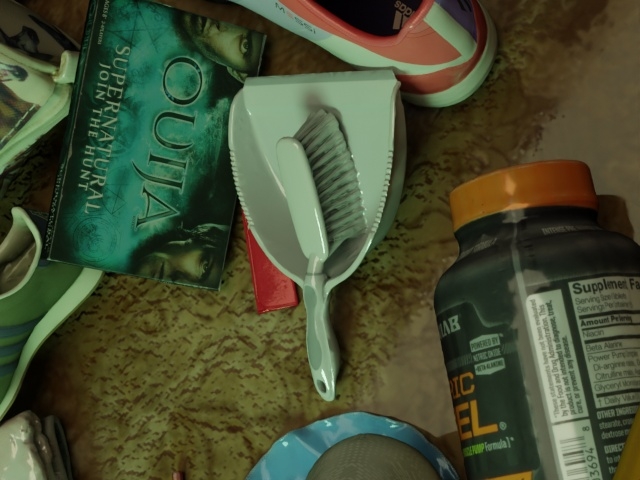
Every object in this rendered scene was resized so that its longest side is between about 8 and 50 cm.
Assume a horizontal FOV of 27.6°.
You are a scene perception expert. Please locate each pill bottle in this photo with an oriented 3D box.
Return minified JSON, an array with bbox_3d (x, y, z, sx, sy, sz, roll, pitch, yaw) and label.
[{"bbox_3d":[0.139,0.080,0.759,0.130,0.130,0.246,-15,77,20],"label":"pill bottle"}]

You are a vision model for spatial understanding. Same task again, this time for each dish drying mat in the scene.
[{"bbox_3d":[-0.036,0.008,0.907,0.032,0.008,0.083,-14,78,19],"label":"dish drying mat"}]

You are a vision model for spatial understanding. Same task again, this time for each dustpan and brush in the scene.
[{"bbox_3d":[0.000,0.000,0.858,0.147,0.060,0.211,4,113,43],"label":"dustpan and brush"}]

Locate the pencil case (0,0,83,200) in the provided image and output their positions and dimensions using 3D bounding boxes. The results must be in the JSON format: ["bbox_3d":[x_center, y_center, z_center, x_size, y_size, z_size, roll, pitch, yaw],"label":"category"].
[{"bbox_3d":[-0.328,-0.011,0.950,0.183,0.160,0.410,40,99,14],"label":"pencil case"}]

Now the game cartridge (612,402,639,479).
[{"bbox_3d":[0.326,0.051,0.657,0.285,0.053,0.324,15,63,23],"label":"game cartridge"}]

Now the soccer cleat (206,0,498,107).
[{"bbox_3d":[-0.027,-0.197,0.869,0.318,0.116,0.109,33,89,23],"label":"soccer cleat"}]

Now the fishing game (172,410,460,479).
[{"bbox_3d":[0.016,0.206,0.842,0.264,0.041,0.189,-11,76,21],"label":"fishing game"}]

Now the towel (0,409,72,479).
[{"bbox_3d":[-0.285,0.324,0.943,0.317,0.053,0.332,-23,75,17],"label":"towel"}]

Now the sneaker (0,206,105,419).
[{"bbox_3d":[-0.238,0.058,0.916,0.064,0.086,0.192,28,77,42],"label":"sneaker"}]

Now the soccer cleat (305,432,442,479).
[{"bbox_3d":[0.040,0.278,0.739,0.116,0.143,0.331,-12,91,13],"label":"soccer cleat"}]

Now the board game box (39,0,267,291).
[{"bbox_3d":[-0.112,-0.067,0.894,0.026,0.126,0.186,3,83,64],"label":"board game box"}]
